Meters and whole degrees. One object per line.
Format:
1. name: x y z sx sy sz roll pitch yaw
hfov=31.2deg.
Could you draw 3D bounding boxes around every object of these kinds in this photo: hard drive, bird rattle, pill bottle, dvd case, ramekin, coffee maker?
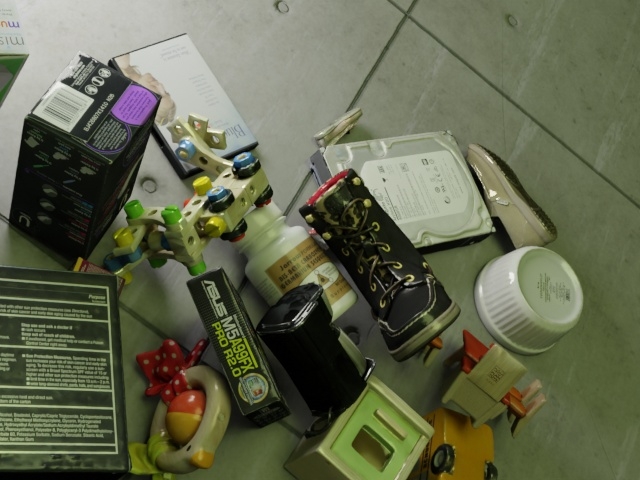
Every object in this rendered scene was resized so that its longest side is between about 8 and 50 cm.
1. hard drive: 0.160 -0.085 2.202 0.339 0.064 0.236 -10 71 -35
2. bird rattle: -0.199 0.261 1.704 0.143 0.207 0.253 41 58 -31
3. pill bottle: -0.053 0.049 1.946 0.229 0.131 0.131 52 50 2
4. dvd case: -0.244 -0.244 2.053 0.180 0.022 0.253 -28 83 -40
5. ramekin: 0.412 0.108 2.228 0.207 0.109 0.207 15 57 -25
6. coffee maker: -0.011 0.182 1.804 0.178 0.120 0.171 56 25 -24

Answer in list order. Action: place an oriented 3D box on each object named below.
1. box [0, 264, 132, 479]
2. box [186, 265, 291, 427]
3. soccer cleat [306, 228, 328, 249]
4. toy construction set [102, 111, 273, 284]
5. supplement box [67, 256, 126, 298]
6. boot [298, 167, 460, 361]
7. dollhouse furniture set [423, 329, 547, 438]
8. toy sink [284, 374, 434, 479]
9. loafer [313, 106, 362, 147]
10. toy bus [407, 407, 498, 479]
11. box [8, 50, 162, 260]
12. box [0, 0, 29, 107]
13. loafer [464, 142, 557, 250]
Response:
1. box: -0.435 0.200 1.584 0.296 0.183 0.294 7 62 -29
2. box: -0.120 0.171 1.760 0.060 0.270 0.216 -25 76 -3
3. soccer cleat: 0.000 0.000 2.074 0.083 0.029 0.035 3 59 -36
4. toy construction set: -0.209 -0.066 1.870 0.151 0.215 0.327 56 40 -38
5. supplement box: -0.355 0.069 1.791 0.083 0.055 0.043 27 55 -17
6. boot: 0.092 0.031 1.884 0.284 0.138 0.377 52 11 -7
7. dollhouse furniture set: 0.281 0.215 1.989 0.262 0.135 0.259 39 12 -4
8. toy sink: 0.080 0.318 1.879 0.153 0.131 0.234 43 53 -6
9. loafer: 0.038 -0.214 2.211 0.125 0.045 0.039 -37 105 -34
10. toy bus: 0.208 0.447 1.897 0.108 0.130 0.332 25 54 -21
11. box: -0.361 -0.122 1.738 0.143 0.270 0.165 29 51 0
12. box: -0.560 -0.305 1.728 0.127 0.262 0.231 -8 69 -36
13. loafer: 0.365 -0.084 2.314 0.102 0.092 0.268 13 39 -58
